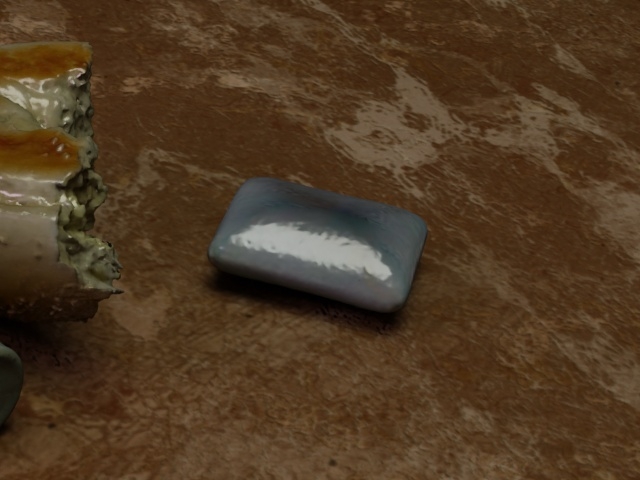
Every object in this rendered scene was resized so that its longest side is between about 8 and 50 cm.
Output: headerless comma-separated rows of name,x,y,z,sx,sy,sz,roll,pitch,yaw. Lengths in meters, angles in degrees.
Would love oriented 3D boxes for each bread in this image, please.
bread,-0.267,-0.042,1.371,0.192,0.171,0.314,-1,33,-13

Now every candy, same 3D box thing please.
candy,0.000,0.000,1.473,0.174,0.071,0.138,13,32,6

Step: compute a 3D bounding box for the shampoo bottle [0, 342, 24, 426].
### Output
shampoo bottle,-0.335,0.056,1.279,0.262,0.085,0.085,32,38,31
